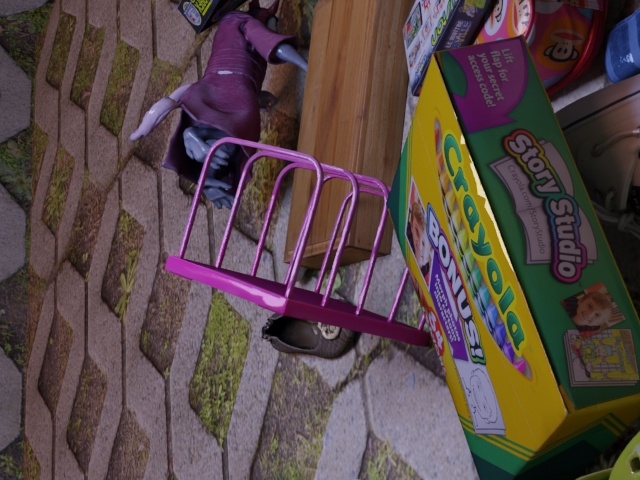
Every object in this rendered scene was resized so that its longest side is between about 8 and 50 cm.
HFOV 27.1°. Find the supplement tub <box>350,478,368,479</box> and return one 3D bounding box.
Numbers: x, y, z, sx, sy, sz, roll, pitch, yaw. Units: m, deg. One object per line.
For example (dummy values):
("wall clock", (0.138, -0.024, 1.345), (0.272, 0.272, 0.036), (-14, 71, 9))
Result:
("supplement tub", (0.079, 0.325, 1.589), (0.071, 0.107, 0.071), (-38, 47, 54))

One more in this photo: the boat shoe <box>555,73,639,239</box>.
("boat shoe", (0.310, -0.057, 1.263), (0.367, 0.136, 0.156), (-29, 41, 48))

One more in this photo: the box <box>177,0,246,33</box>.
("box", (-0.087, -0.460, 2.112), (0.270, 0.060, 0.216), (-40, 0, -27))

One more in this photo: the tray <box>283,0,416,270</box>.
("tray", (0.041, -0.173, 1.931), (0.203, 0.076, 0.411), (-16, 65, 61))

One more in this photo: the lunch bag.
("lunch bag", (0.226, -0.303, 1.551), (0.258, 0.120, 0.293), (146, 130, -65))

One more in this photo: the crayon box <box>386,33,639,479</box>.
("crayon box", (0.180, 0.040, 1.297), (0.313, 0.106, 0.363), (100, 155, -65))

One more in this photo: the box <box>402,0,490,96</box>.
("box", (0.150, -0.274, 1.543), (0.207, 0.036, 0.114), (116, 155, -51))

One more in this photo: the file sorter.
("file sorter", (0.000, 0.000, 1.635), (0.202, 0.291, 0.182), (17, 90, 40))

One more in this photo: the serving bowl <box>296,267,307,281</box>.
("serving bowl", (-0.031, 0.025, 2.020), (0.083, 0.027, 0.083), (7, -90, -89))

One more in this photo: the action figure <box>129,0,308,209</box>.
("action figure", (-0.153, -0.249, 2.115), (0.248, 0.276, 0.370), (-31, 42, 54))

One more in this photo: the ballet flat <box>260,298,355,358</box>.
("ballet flat", (-0.023, 0.128, 1.939), (0.250, 0.058, 0.084), (-10, 71, 62))

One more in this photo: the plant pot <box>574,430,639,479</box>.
("plant pot", (0.327, 0.229, 0.966), (0.207, 0.227, 0.228), (-47, 55, 56))

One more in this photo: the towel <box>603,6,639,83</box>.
("towel", (0.341, -0.214, 1.392), (0.119, 0.029, 0.067), (-33, 51, 55))
